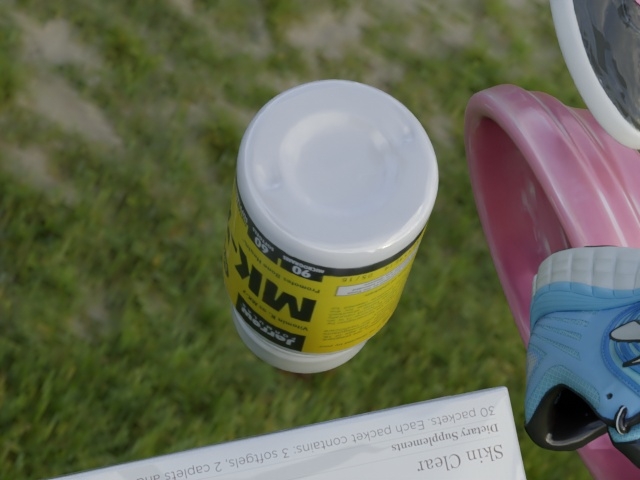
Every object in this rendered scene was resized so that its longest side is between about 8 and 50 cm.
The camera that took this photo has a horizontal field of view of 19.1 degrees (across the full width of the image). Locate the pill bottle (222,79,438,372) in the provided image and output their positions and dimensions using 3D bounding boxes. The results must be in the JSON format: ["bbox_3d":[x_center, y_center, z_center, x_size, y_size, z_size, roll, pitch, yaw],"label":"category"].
[{"bbox_3d":[0.000,0.000,1.177,0.119,0.208,0.119,3,64,-5],"label":"pill bottle"}]

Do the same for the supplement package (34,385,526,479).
[{"bbox_3d":[-0.037,0.178,1.023,0.261,0.204,0.145,-11,85,-17],"label":"supplement package"}]

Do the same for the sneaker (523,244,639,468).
[{"bbox_3d":[0.121,0.039,0.580,0.063,0.162,0.073,29,67,-24],"label":"sneaker"}]

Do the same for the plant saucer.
[{"bbox_3d":[0.202,0.036,1.370,0.084,0.332,0.332,-21,56,-6],"label":"plant saucer"}]

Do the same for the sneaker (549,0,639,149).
[{"bbox_3d":[0.233,-0.211,1.207,0.104,0.147,0.296,14,73,-36],"label":"sneaker"}]
